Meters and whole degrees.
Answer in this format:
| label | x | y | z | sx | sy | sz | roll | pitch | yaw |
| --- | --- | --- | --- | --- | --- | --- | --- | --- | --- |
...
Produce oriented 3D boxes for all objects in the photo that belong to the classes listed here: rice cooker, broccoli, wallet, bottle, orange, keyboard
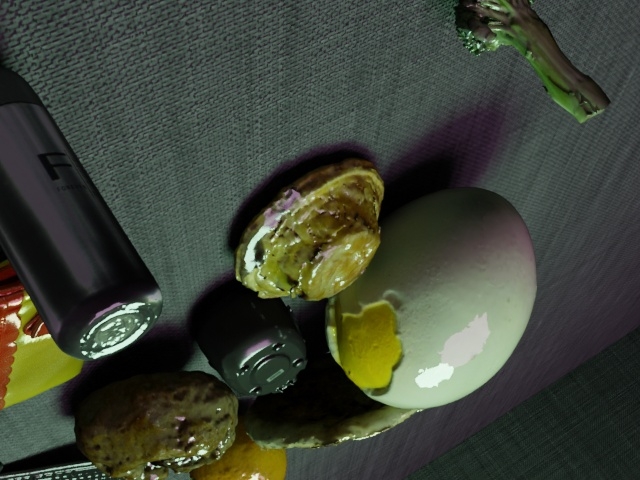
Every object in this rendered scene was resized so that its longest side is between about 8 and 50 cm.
| label | x | y | z | sx | sy | sz | roll | pitch | yaw |
| --- | --- | --- | --- | --- | --- | --- | --- | --- | --- |
| rice cooker | -0.095 | 0.145 | 1.194 | 0.142 | 0.118 | 0.203 | -36 | 151 | -2 |
| broccoli | 0.230 | -0.210 | 0.908 | 0.118 | 0.204 | 0.122 | -39 | 170 | 8 |
| wallet | -0.304 | 0.098 | 0.893 | 0.141 | 0.067 | 0.241 | -28 | 156 | -40 |
| bottle | -0.200 | -0.030 | 0.606 | 0.079 | 0.253 | 0.096 | -43 | 156 | 11 |
| orange | -0.149 | 0.397 | 1.506 | 0.178 | 0.155 | 0.177 | 5 | 131 | 5 |
| keyboard | -0.355 | 0.359 | 1.284 | 0.381 | 0.041 | 0.103 | -5 | 141 | -40 |

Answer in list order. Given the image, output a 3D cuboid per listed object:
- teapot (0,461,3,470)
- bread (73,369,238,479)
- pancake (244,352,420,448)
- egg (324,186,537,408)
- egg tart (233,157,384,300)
| label | x | y | z | sx | sy | sz | roll | pitch | yaw |
| --- | --- | --- | --- | --- | --- | --- | --- | --- | --- |
| teapot | -0.475 | 0.357 | 0.976 | 0.285 | 0.223 | 0.305 | -46 | 150 | 3 |
| bread | -0.222 | 0.263 | 1.164 | 0.230 | 0.123 | 0.230 | -8 | 154 | -4 |
| pancake | 0.036 | 0.257 | 1.406 | 0.356 | 0.065 | 0.356 | -17 | -165 | 5 |
| egg | 0.171 | 0.080 | 1.232 | 0.283 | 0.283 | 0.345 | 1 | 132 | -52 |
| egg tart | 0.000 | 0.000 | 1.089 | 0.241 | 0.106 | 0.241 | -31 | 153 | -18 |
